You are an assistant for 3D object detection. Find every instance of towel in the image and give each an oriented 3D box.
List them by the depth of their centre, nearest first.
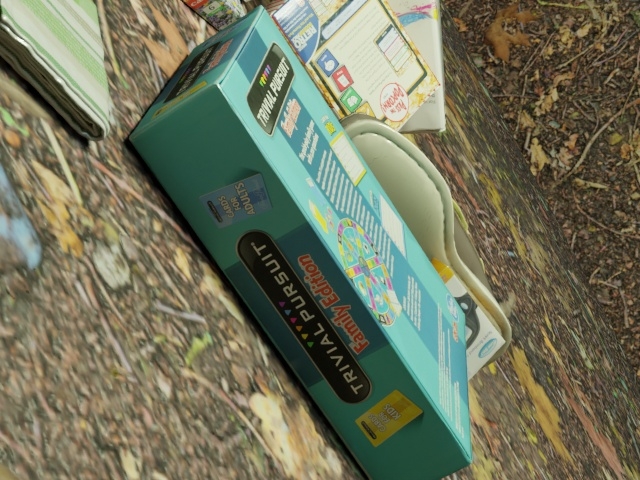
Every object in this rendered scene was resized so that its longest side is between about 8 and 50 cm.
[{"bbox_3d":[-0.178,-0.141,0.815,0.113,0.023,0.152,50,16,-40],"label":"towel"}]

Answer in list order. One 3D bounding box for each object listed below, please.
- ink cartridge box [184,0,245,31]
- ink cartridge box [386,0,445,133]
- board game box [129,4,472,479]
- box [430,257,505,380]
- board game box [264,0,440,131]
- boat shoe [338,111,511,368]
[{"bbox_3d":[-0.113,-0.242,1.178,0.115,0.029,0.063,32,32,-61],"label":"ink cartridge box"},{"bbox_3d":[0.084,-0.284,1.530,0.201,0.117,0.278,-75,160,-69],"label":"ink cartridge box"},{"bbox_3d":[0.000,0.000,1.006,0.336,0.079,0.254,56,16,-16],"label":"board game box"},{"bbox_3d":[0.121,0.091,1.221,0.136,0.081,0.028,49,-9,-32],"label":"box"},{"bbox_3d":[0.030,-0.199,1.375,0.147,0.045,0.193,-47,113,-31],"label":"board game box"},{"bbox_3d":[0.088,-0.005,1.243,0.324,0.116,0.097,54,11,-35],"label":"boat shoe"}]
